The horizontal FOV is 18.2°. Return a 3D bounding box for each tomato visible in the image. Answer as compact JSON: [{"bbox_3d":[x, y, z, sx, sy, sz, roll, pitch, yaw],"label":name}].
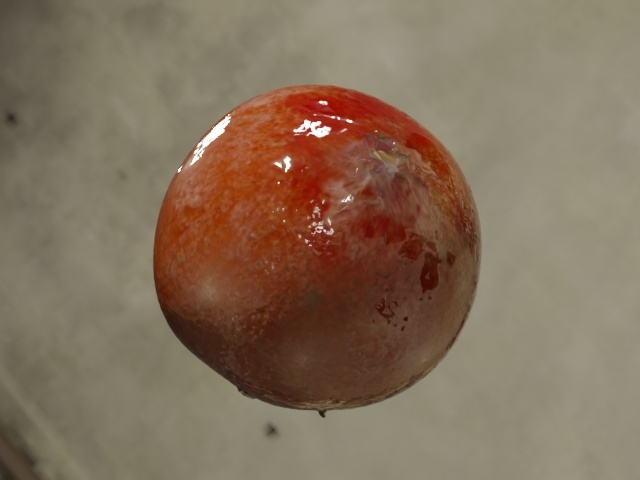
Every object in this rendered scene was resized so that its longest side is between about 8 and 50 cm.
[{"bbox_3d":[0.000,0.000,1.583,0.265,0.265,0.265,-39,-16,-13],"label":"tomato"}]
